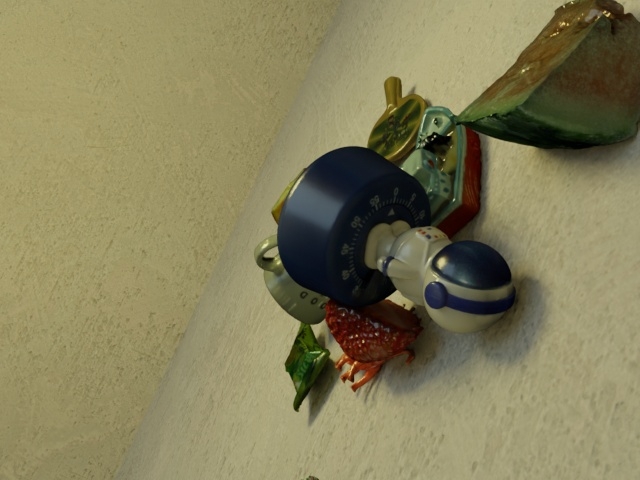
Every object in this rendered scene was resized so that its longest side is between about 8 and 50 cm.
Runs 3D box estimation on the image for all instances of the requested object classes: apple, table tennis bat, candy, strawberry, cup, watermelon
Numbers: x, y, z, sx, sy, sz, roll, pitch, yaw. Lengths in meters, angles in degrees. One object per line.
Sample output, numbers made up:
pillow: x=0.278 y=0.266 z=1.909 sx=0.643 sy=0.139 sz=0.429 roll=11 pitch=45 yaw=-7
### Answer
apple: x=-0.054 y=-0.111 z=2.118 sx=0.195 sy=0.160 sz=0.173 roll=-46 pitch=29 yaw=21
table tennis bat: x=0.195 y=-0.318 z=1.848 sx=0.198 sy=0.050 sz=0.321 roll=-36 pitch=35 yaw=32
candy: x=-0.031 y=0.271 z=1.611 sx=0.149 sy=0.069 sz=0.246 roll=-65 pitch=20 yaw=9
strawberry: x=0.088 y=0.164 z=1.284 sx=0.236 sy=0.175 sz=0.107 roll=-55 pitch=-24 yaw=-78
cup: x=-0.017 y=0.038 z=1.620 sx=0.234 sy=0.258 sz=0.186 roll=-47 pitch=40 yaw=25
watermelon: x=0.376 y=-0.230 z=1.098 sx=0.302 sy=0.151 sz=0.264 roll=-45 pitch=13 yaw=-4

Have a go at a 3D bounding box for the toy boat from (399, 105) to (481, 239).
toy boat: x=0.224 y=-0.156 z=1.408 sx=0.145 sy=0.133 sz=0.332 roll=-49 pitch=20 yaw=40

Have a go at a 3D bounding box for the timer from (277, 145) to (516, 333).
timer: x=0.142 y=0.024 z=1.149 sx=0.383 sy=0.270 sz=0.270 roll=29 pitch=91 yaw=43

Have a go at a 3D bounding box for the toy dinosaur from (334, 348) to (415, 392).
toy dinosaur: x=0.085 y=0.232 z=1.340 sx=0.101 sy=0.055 sz=0.279 roll=-48 pitch=19 yaw=-19

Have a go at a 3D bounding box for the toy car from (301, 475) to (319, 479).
toy car: x=-0.023 y=0.484 z=1.273 sx=0.069 sy=0.055 sz=0.142 roll=-95 pitch=23 yaw=-63
